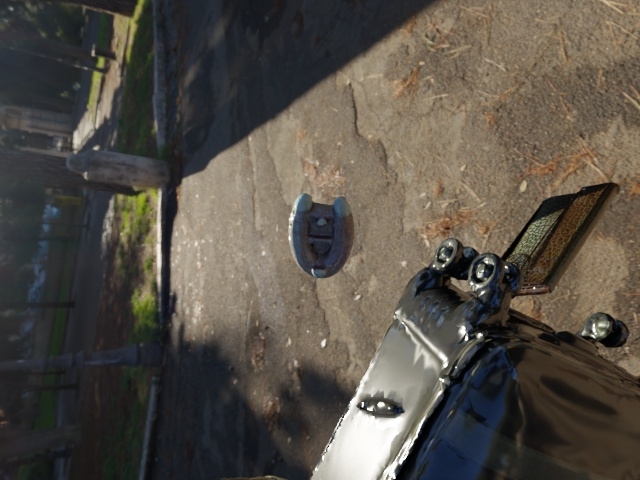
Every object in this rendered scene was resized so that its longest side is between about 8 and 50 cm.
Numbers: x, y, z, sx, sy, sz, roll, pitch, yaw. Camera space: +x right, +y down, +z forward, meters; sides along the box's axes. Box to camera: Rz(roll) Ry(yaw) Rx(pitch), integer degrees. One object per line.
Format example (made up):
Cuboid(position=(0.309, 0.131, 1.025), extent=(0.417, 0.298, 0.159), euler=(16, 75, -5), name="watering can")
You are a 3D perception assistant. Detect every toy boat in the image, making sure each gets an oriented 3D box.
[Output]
Cuboid(position=(0.000, 0.000, 0.996), extent=(0.085, 0.156, 0.227), euler=(-82, -4, -53), name="toy boat")

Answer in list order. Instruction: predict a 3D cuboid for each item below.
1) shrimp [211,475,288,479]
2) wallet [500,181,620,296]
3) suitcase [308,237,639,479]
Cuboid(position=(-0.116, 0.408, 0.495), extent=(0.085, 0.444, 0.271), euler=(3, 54, 24), name="shrimp")
Cuboid(position=(0.339, 0.000, 0.648), extent=(0.039, 0.243, 0.133), euler=(51, 154, -8), name="wallet")
Cuboid(position=(0.145, 0.248, 0.406), extent=(0.433, 0.283, 0.194), euler=(-63, 17, 7), name="suitcase")
